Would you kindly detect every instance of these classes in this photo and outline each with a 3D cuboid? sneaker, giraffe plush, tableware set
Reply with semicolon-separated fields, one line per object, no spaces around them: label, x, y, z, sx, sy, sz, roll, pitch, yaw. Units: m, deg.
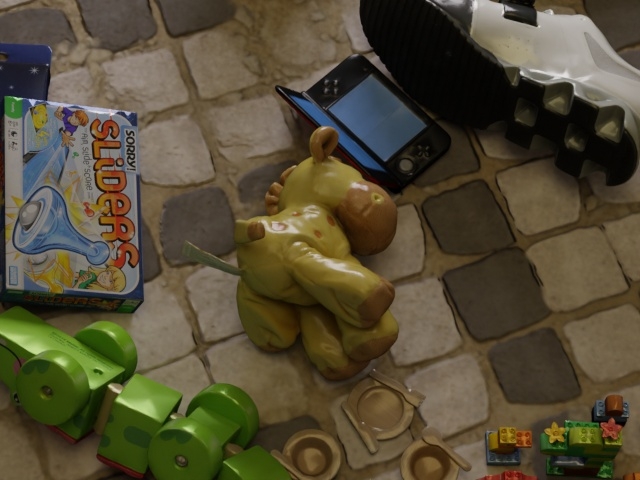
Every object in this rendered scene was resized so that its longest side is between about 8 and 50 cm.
sneaker;0.197;-0.182;1.972;0.330;0.122;0.146;32;49;12
giraffe plush;0.000;0.000;1.842;0.210;0.181;0.170;35;55;-6
tableware set;0.048;0.207;1.822;0.168;0.020;0.141;-40;73;-18

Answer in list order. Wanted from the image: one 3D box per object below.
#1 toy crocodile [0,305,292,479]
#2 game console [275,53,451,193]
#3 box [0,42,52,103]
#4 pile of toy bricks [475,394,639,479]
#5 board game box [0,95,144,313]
toy crocodile;-0.172;0.163;1.791;0.340;0.105;0.115;27;25;10
game console;0.044;-0.122;1.938;0.124;0.085;0.144;-40;74;-19
box;-0.339;-0.105;1.937;0.136;0.036;0.225;2;64;-3
pile of toy bricks;0.245;0.191;1.793;0.212;0.105;0.118;1;65;-3
board game box;-0.240;-0.034;1.883;0.136;0.035;0.201;5;65;-23
